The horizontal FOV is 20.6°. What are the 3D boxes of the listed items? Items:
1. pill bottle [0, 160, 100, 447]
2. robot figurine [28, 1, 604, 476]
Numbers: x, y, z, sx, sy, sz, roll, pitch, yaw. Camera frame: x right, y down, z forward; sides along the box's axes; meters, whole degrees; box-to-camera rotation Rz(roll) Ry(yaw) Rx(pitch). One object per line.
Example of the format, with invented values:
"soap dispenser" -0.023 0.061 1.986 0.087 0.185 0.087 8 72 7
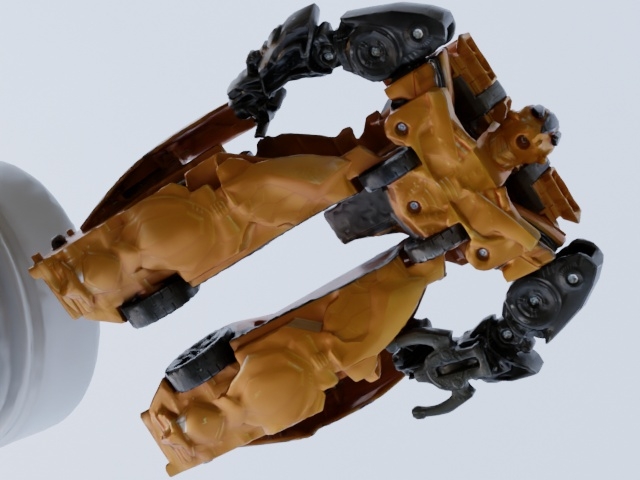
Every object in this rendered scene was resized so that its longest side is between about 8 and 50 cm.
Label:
"pill bottle" -0.336 0.073 1.035 0.224 0.224 0.392 34 -149 31
"robot figurine" 0.000 0.000 0.893 0.291 0.211 0.085 -28 -170 28
